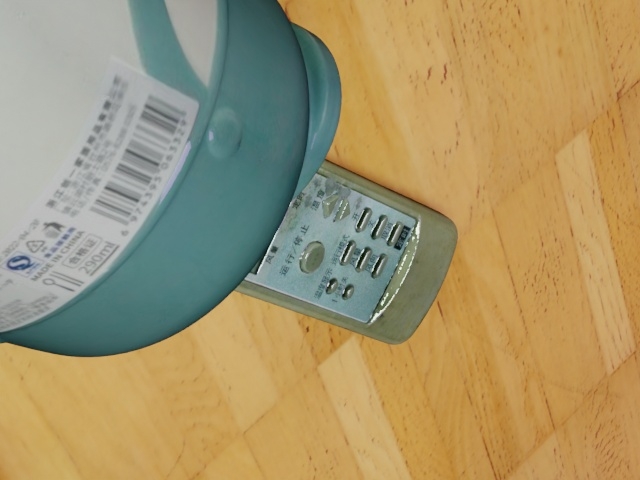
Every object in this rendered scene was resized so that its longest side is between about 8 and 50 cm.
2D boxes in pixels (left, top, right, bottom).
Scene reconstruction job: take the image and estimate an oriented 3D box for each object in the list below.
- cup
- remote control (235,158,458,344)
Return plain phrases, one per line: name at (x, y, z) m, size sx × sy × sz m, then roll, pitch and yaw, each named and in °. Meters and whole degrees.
cup at (-0.166, -0.051, 0.646) m, size 0.290 × 0.219 × 0.257 m, roll -39°, pitch 141°, yaw 19°
remote control at (0.000, 0.000, 0.936) m, size 0.233 × 0.038 × 0.098 m, roll 22°, pitch 93°, yaw -46°
